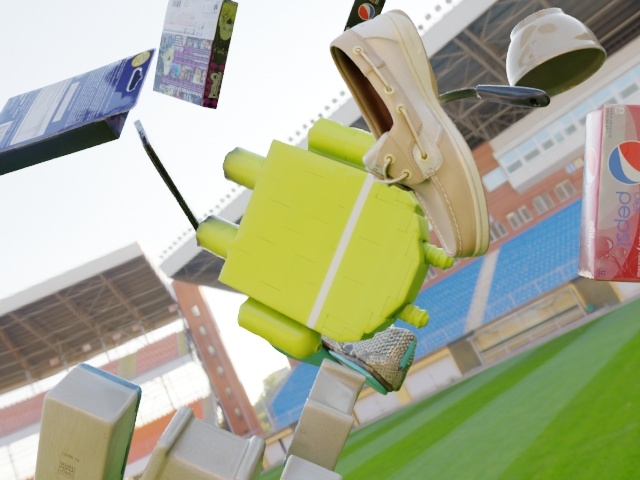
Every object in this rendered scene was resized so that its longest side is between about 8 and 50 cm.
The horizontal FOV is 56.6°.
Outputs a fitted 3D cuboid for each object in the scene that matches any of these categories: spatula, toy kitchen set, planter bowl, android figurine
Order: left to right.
[{"bbox_3d":[-0.088,0.158,0.484,0.166,0.207,0.122,-60,-9,-63],"label":"toy kitchen set"},{"bbox_3d":[0.000,0.000,0.620,0.056,0.273,0.248,13,-82,-66],"label":"android figurine"},{"bbox_3d":[0.219,-0.220,0.903,0.030,0.084,0.296,-51,35,-16],"label":"spatula"},{"bbox_3d":[0.397,-0.333,1.040,0.162,0.109,0.162,-14,-15,-4],"label":"planter bowl"}]

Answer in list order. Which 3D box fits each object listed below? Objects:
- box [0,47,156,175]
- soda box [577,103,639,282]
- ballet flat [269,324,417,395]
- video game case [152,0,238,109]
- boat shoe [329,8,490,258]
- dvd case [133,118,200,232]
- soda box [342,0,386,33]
[{"bbox_3d":[-0.301,-0.156,0.722,0.225,0.136,0.036,-14,-45,15],"label":"box"},{"bbox_3d":[0.455,-0.069,0.904,0.092,0.263,0.083,2,1,7],"label":"soda box"},{"bbox_3d":[0.056,0.230,1.415,0.182,0.164,0.483,-52,27,-21],"label":"ballet flat"},{"bbox_3d":[-0.263,-0.391,1.219,0.042,0.232,0.210,4,-75,-42],"label":"video game case"},{"bbox_3d":[0.053,-0.062,0.384,0.059,0.170,0.063,-21,-7,-11],"label":"boat shoe"},{"bbox_3d":[-0.278,-0.108,1.103,0.018,0.164,0.221,-29,-57,-7],"label":"dvd case"},{"bbox_3d":[0.092,-0.433,1.025,0.053,0.060,0.168,20,-50,-6],"label":"soda box"}]
